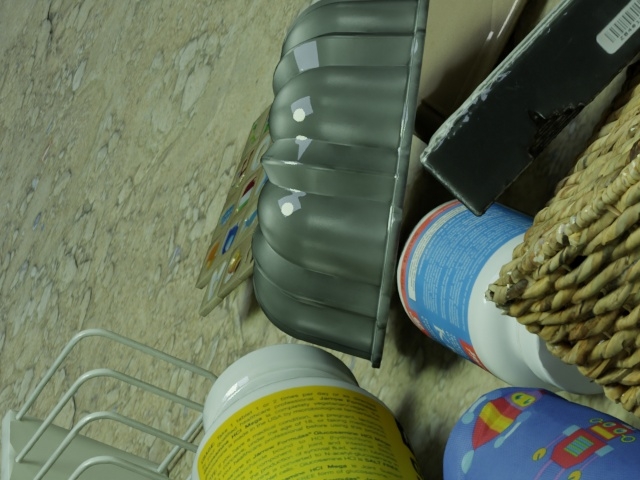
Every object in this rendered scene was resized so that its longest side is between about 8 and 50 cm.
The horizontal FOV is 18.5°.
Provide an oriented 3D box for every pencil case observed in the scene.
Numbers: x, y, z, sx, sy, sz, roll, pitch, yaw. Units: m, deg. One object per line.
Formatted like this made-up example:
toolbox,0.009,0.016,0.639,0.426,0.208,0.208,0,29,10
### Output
pencil case,0.190,0.187,1.269,0.306,0.119,0.133,24,135,67

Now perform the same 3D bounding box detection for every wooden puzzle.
wooden puzzle,0.135,-0.208,1.846,0.239,0.044,0.221,-68,23,11

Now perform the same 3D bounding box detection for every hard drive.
hard drive,0.176,-0.128,1.402,0.237,0.064,0.339,-46,-2,8

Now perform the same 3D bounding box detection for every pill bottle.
pill bottle,-0.001,0.228,1.561,0.188,0.188,0.334,-59,25,21
pill bottle,0.152,0.044,1.471,0.124,0.124,0.221,-67,22,2

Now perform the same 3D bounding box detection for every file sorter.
file sorter,-0.196,0.249,1.965,0.173,0.192,0.278,-52,28,27

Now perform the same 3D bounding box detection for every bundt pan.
bundt pan,0.014,-0.060,1.690,0.331,0.124,0.331,7,-90,-88

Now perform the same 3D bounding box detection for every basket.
basket,0.276,-0.026,1.169,0.223,0.213,0.299,-54,1,-26

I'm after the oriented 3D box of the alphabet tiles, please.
alphabet tiles,-0.047,-0.091,2.092,0.285,0.011,0.343,-41,27,57
